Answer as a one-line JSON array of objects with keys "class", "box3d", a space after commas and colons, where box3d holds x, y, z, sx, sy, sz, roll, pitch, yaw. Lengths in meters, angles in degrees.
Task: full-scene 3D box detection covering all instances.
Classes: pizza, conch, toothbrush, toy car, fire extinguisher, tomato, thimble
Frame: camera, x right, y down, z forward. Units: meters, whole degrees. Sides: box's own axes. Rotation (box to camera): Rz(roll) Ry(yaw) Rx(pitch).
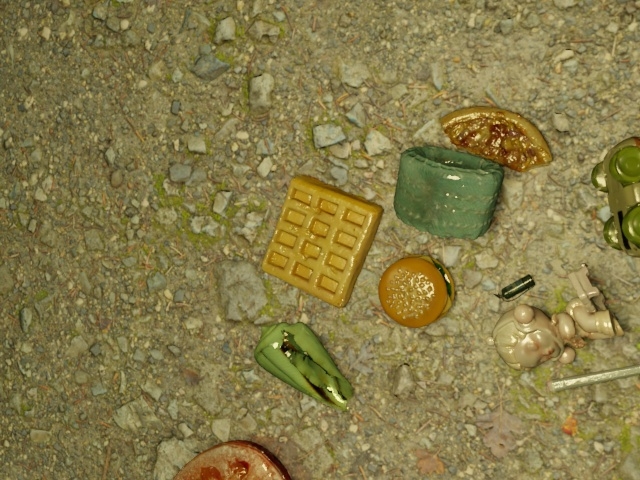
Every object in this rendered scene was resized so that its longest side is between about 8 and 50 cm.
[{"class": "pizza", "box3d": [0.359, -0.212, 1.526, 0.246, 0.058, 0.127, 36, 104, 21]}, {"class": "conch", "box3d": [-0.034, 0.272, 1.641, 0.250, 0.137, 0.144, 39, 123, 22]}, {"class": "toothbrush", "box3d": [0.611, 0.251, 1.437, 0.342, 0.030, 0.025, -16, 79, 24]}, {"class": "toy car", "box3d": [0.641, -0.089, 1.383, 0.235, 0.145, 0.235, 0, 85, 3]}, {"class": "fire extinguisher", "box3d": [0.399, 0.102, 1.528, 0.083, 0.025, 0.038, -31, 102, 19]}, {"class": "tomato", "box3d": [-0.170, 0.615, 1.702, 0.338, 0.143, 0.339, -1, 86, 20]}, {"class": "thimble", "box3d": [0.251, -0.101, 1.495, 0.235, 0.198, 0.143, -135, 50, -56]}]

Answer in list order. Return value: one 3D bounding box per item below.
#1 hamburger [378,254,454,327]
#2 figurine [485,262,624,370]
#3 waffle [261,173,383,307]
[{"class": "hamburger", "box3d": [0.198, 0.106, 1.562, 0.161, 0.115, 0.162, 1, 91, 24]}, {"class": "figurine", "box3d": [0.435, 0.166, 1.446, 0.256, 0.182, 0.145, -28, 64, 22]}, {"class": "waffle", "box3d": [0.000, 0.000, 1.676, 0.221, 0.055, 0.248, 24, 99, 21]}]
